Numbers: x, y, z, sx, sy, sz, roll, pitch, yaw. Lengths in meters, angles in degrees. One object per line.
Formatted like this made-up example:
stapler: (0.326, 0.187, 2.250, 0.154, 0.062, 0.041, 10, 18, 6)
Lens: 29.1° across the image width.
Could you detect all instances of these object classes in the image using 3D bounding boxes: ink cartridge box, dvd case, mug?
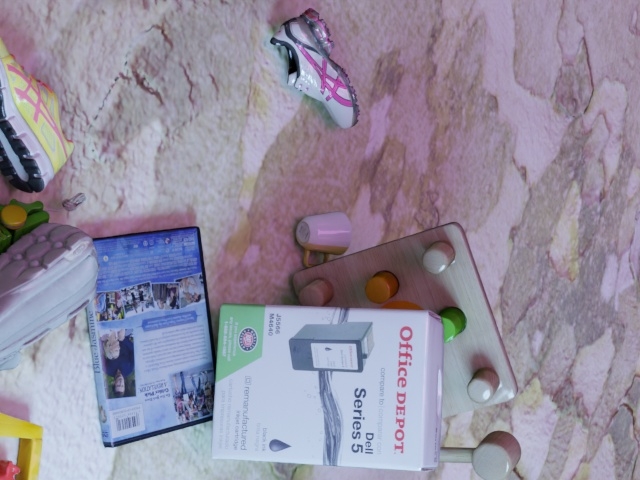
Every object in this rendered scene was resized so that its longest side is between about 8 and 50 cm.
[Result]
ink cartridge box: (0.012, 0.184, 1.560, 0.115, 0.272, 0.199, 33, 59, -73)
dvd case: (-0.208, 0.115, 1.535, 0.180, 0.022, 0.253, -8, 92, -46)
mug: (0.002, -0.003, 1.731, 0.064, 0.062, 0.078, 0, 79, -37)

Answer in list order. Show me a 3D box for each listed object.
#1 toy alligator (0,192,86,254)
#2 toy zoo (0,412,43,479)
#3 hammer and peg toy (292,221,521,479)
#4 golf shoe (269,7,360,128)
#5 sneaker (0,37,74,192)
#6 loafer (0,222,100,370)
toy alligator: (-0.350, -0.022, 1.389, 0.051, 0.056, 0.189, 41, 48, 15)
toy zoo: (-0.396, 0.294, 1.324, 0.192, 0.030, 0.293, 14, 76, -43)
hammer and peg toy: (0.125, 0.180, 1.689, 0.361, 0.265, 0.127, 71, 20, -5)
golf shoe: (-0.008, -0.232, 1.748, 0.086, 0.067, 0.186, -32, 117, -9)
sneaker: (-0.346, -0.163, 1.394, 0.094, 0.081, 0.209, -45, 124, -45)
loafer: (-0.361, 0.103, 1.322, 0.319, 0.112, 0.112, -37, 134, -33)
